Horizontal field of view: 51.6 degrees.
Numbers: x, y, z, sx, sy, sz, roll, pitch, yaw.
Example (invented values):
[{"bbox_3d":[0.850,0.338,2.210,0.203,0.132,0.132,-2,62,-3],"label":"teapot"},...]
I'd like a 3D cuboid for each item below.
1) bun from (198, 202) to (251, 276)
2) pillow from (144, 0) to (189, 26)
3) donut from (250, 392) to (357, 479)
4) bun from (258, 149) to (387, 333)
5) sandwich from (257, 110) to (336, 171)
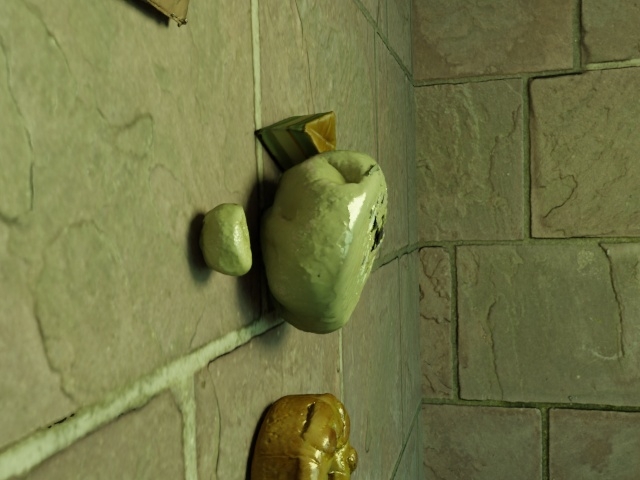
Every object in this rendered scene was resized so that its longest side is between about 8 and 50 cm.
[{"bbox_3d":[-0.110,0.000,0.749,0.086,0.055,0.086,-6,90,-88],"label":"bun"},{"bbox_3d":[-0.165,-0.280,0.572,0.248,0.049,0.135,-12,102,-79],"label":"pillow"},{"bbox_3d":[-0.018,0.329,0.947,0.226,0.114,0.226,-1,90,-74],"label":"donut"},{"bbox_3d":[0.002,-0.002,0.951,0.273,0.169,0.272,14,90,-75],"label":"bun"},{"bbox_3d":[-0.033,-0.176,0.999,0.163,0.080,0.113,48,41,-65],"label":"sandwich"}]
